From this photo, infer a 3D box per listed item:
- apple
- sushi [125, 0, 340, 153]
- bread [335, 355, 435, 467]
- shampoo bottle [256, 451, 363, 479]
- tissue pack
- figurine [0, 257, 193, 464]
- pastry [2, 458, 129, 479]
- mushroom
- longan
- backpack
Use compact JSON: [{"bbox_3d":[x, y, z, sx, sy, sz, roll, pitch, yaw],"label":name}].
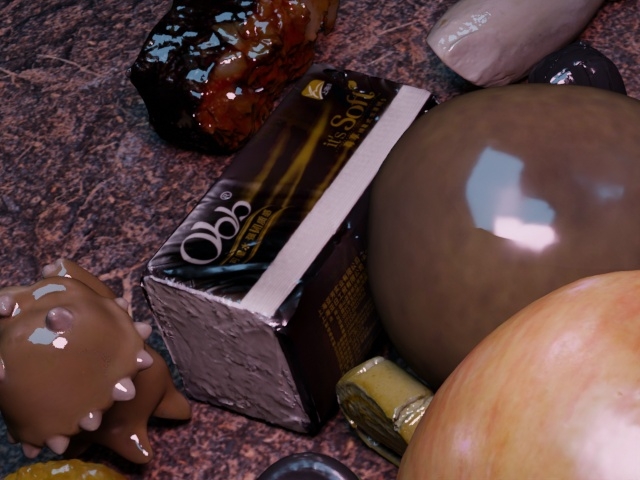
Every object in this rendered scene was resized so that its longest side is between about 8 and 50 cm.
[{"bbox_3d":[0.251,0.221,1.231,0.391,0.392,0.346,22,43,35],"label":"apple"},{"bbox_3d":[-0.099,-0.256,2.010,0.181,0.196,0.343,24,59,13],"label":"sushi"},{"bbox_3d":[0.079,0.175,1.529,0.064,0.117,0.156,-37,46,-19],"label":"bread"},{"bbox_3d":[0.021,0.256,1.325,0.101,0.284,0.101,-5,70,14],"label":"shampoo bottle"},{"bbox_3d":[0.000,0.000,1.675,0.198,0.210,0.370,12,49,33],"label":"tissue pack"},{"bbox_3d":[-0.237,0.144,1.546,0.177,0.247,0.173,-20,30,-3],"label":"figurine"},{"bbox_3d":[-0.247,0.325,1.462,0.240,0.132,0.235,21,53,35],"label":"pastry"},{"bbox_3d":[0.265,-0.286,1.947,0.128,0.128,0.350,26,50,37],"label":"mushroom"},{"bbox_3d":[0.223,0.011,1.503,0.360,0.361,0.361,-9,43,8],"label":"longan"},{"bbox_3d":[0.293,-0.144,1.768,0.120,0.165,0.106,-22,32,-11],"label":"backpack"}]
